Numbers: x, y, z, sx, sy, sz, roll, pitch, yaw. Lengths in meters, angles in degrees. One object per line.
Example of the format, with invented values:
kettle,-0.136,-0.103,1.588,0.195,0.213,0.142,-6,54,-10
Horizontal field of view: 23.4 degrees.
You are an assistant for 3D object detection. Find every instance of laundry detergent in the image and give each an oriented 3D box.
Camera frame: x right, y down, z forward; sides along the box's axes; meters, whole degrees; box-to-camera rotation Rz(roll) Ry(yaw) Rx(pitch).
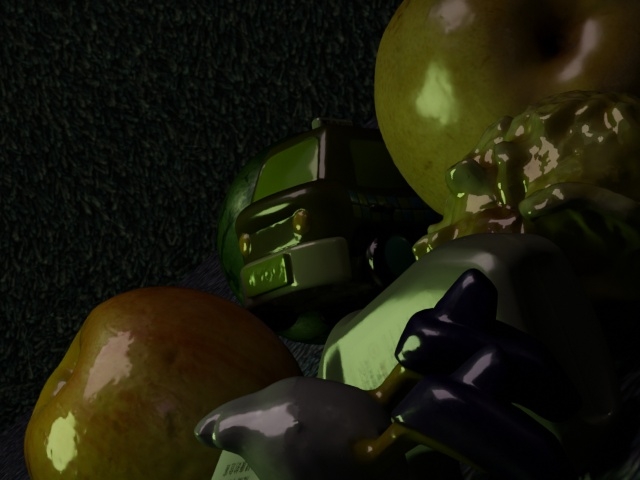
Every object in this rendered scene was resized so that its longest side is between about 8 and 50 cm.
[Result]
laundry detergent,0.083,0.107,1.080,0.091,0.181,0.253,-15,-12,-44

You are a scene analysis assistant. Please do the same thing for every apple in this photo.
apple,-0.147,0.178,1.446,0.286,0.233,0.286,-57,7,12

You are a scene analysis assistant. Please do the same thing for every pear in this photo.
pear,0.194,-0.141,1.374,0.314,0.314,0.314,-41,9,7

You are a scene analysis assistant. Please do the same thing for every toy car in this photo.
toy car,0.033,-0.025,1.518,0.248,0.198,0.204,3,-16,-41

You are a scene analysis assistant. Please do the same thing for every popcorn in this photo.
popcorn,0.176,-0.004,1.151,0.235,0.181,0.217,-38,9,22

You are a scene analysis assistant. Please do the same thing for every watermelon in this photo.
watermelon,0.003,-0.004,1.737,0.242,0.242,0.242,-41,9,7

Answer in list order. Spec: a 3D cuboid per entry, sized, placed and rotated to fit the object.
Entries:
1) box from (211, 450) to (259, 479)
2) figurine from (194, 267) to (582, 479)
box,-0.082,0.267,1.191,0.139,0.035,0.245,-27,39,61
figurine,-0.017,0.200,0.956,0.421,0.193,0.154,-57,10,20
